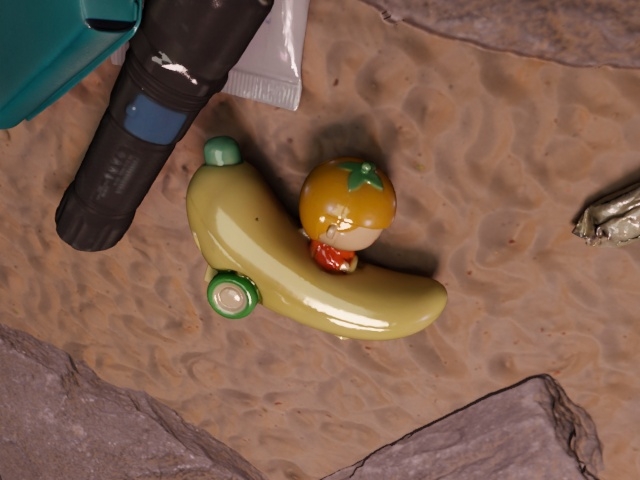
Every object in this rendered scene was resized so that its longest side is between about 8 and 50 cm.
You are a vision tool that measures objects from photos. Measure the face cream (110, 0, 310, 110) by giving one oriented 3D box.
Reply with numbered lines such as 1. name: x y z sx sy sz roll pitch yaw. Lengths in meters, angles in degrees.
1. face cream: -0.099 -0.351 0.401 0.235 0.137 0.420 15 122 3

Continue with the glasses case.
1. glasses case: -0.288 -0.210 0.456 0.301 0.070 0.117 -7 94 38

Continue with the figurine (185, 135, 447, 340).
1. figurine: 0.000 0.000 0.508 0.325 0.124 0.222 23 112 1

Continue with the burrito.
1. burrito: 0.355 -0.042 0.441 0.188 0.045 0.058 -27 77 24

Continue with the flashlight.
1. flashlight: -0.198 -0.125 0.492 0.103 0.103 0.424 43 125 -5
